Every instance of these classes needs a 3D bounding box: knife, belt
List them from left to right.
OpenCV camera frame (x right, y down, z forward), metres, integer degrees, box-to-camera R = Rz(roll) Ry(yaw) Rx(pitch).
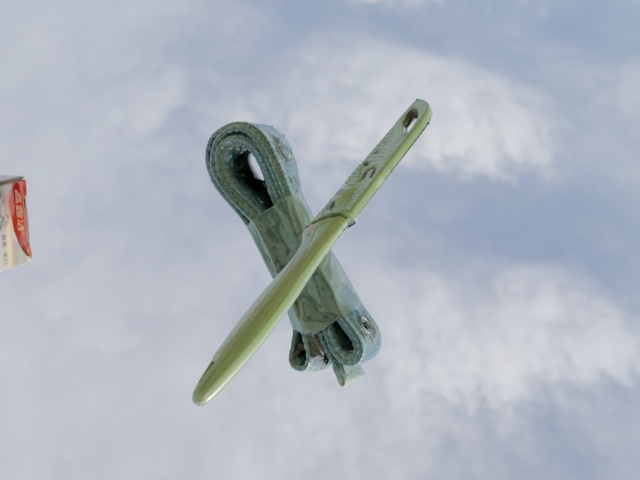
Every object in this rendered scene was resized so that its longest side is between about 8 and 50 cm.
[{"bbox_3d":[-0.030,0.012,1.003,0.087,0.072,0.302,-28,-99,19],"label":"belt"},{"bbox_3d":[-0.001,-0.001,0.670,0.293,0.020,0.043,-52,-153,-23],"label":"knife"}]

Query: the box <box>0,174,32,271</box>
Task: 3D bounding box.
[{"bbox_3d":[-0.276,-0.015,0.587,0.218,0.055,0.039,3,-167,25],"label":"box"}]
